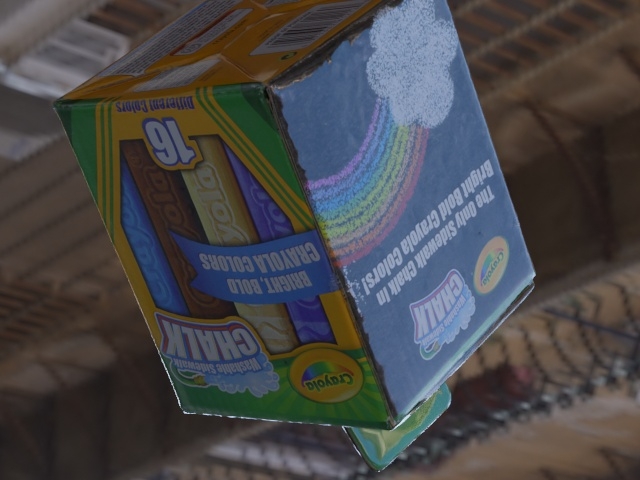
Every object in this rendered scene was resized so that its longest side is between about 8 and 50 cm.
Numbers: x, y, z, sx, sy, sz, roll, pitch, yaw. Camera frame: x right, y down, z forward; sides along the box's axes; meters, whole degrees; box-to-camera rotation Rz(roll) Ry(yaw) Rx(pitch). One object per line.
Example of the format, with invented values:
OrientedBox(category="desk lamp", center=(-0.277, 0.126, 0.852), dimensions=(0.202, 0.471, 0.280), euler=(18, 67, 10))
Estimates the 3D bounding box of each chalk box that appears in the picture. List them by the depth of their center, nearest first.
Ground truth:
OrientedBox(category="chalk box", center=(0.000, 0.000, 1.195), dimensions=(0.179, 0.180, 0.289), euler=(1, -60, 40))
